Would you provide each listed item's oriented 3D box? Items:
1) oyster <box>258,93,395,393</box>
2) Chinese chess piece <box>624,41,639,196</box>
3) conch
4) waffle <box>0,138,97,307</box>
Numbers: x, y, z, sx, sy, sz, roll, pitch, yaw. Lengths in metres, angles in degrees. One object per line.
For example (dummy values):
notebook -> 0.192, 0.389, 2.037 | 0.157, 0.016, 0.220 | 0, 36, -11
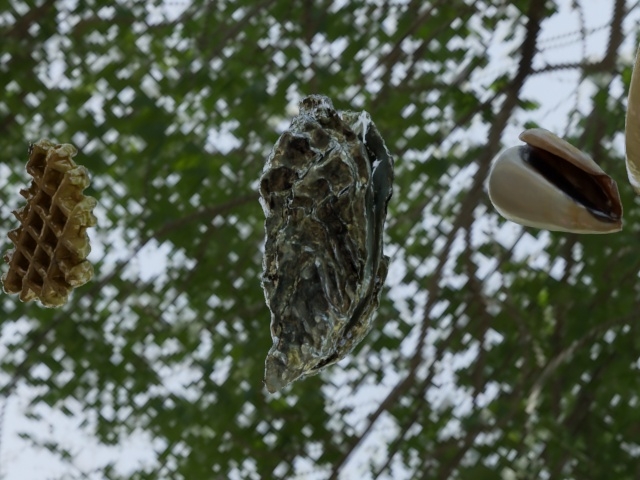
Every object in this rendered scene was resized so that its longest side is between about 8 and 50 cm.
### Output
oyster -> -0.001, 0.006, 1.569 | 0.158, 0.351, 0.162 | 11, -20, 0
Chinese chess piece -> 0.360, -0.143, 1.289 | 0.104, 0.257, 0.257 | 15, -40, 26
conch -> 0.242, -0.056, 1.505 | 0.094, 0.104, 0.176 | 22, 7, -26
waffle -> -0.305, -0.018, 1.596 | 0.161, 0.046, 0.192 | 5, -77, 43
